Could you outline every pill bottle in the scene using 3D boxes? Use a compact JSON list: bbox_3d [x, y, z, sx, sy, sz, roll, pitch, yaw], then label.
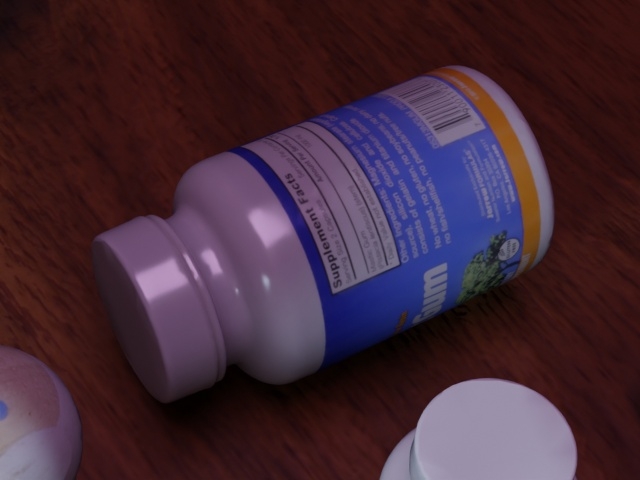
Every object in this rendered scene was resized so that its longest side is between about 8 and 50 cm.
[{"bbox_3d":[0.000,0.000,0.906,0.272,0.152,0.152,-24,57,-21],"label":"pill bottle"},{"bbox_3d":[0.080,0.159,0.755,0.108,0.193,0.108,2,51,-2],"label":"pill bottle"}]

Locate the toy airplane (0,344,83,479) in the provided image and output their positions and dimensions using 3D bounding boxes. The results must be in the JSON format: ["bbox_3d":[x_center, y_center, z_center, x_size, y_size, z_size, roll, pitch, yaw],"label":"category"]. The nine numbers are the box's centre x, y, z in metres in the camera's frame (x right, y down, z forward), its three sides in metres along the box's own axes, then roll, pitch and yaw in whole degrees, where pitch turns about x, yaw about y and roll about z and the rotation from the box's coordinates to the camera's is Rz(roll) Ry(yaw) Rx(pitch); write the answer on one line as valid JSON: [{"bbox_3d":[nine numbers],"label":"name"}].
[{"bbox_3d":[-0.206,0.163,0.622,0.272,0.384,0.386,-41,105,-7],"label":"toy airplane"}]
